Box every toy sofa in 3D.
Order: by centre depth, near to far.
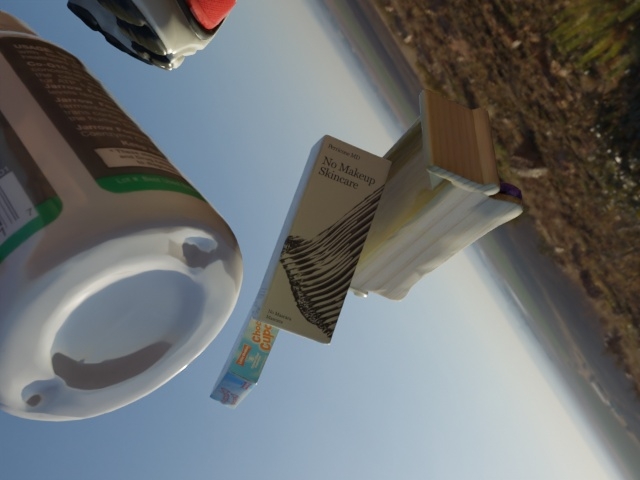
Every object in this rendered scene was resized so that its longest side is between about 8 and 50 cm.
[{"bbox_3d":[0.140,-0.052,1.005,0.177,0.362,0.150,18,-127,-22],"label":"toy sofa"}]

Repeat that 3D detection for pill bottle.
[{"bbox_3d":[-0.240,-0.047,0.531,0.361,0.204,0.204,46,-177,32],"label":"pill bottle"}]

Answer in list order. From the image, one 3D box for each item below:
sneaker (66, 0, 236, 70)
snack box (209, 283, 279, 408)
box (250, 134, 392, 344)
[{"bbox_3d":[-0.115,-0.211,0.267,0.107,0.118,0.279,24,156,37],"label":"sneaker"},{"bbox_3d":[-0.106,0.145,1.198,0.060,0.187,0.322,27,-123,-5],"label":"snack box"},{"bbox_3d":[0.000,0.000,0.894,0.113,0.275,0.094,20,173,-10],"label":"box"}]
